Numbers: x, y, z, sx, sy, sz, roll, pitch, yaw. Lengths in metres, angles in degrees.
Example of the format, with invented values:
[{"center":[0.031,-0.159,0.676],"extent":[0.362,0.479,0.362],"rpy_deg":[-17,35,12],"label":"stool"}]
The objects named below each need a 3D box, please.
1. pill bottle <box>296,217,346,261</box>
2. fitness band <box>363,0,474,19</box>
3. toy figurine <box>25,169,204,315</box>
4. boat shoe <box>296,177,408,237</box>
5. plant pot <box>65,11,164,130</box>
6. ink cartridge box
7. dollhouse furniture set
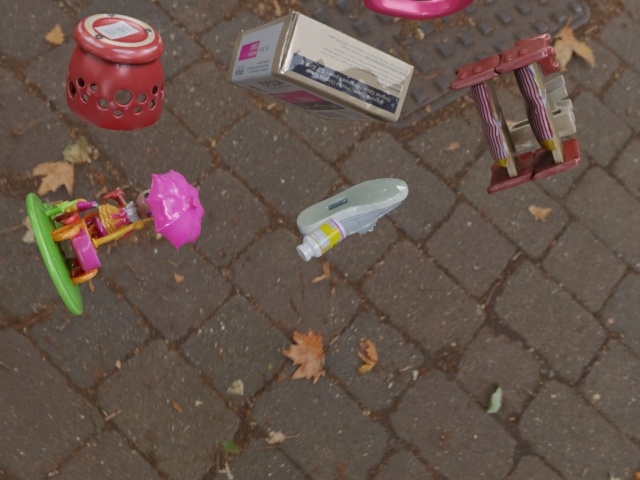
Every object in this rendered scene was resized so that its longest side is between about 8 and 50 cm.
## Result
[{"center":[0.000,0.000,1.134],"extent":[0.083,0.043,0.043],"rpy_deg":[-36,78,-17],"label":"pill bottle"},{"center":[0.235,-0.593,1.576],"extent":[0.290,0.209,0.054],"rpy_deg":[-2,85,-34],"label":"fitness band"},{"center":[-0.203,-0.019,0.699],"extent":[0.159,0.173,0.130],"rpy_deg":[-21,112,-14],"label":"toy figurine"},{"center":[0.068,-0.052,1.309],"extent":[0.227,0.081,0.079],"rpy_deg":[-20,41,6],"label":"boat shoe"},{"center":[-0.401,-0.337,1.318],"extent":[0.191,0.174,0.191],"rpy_deg":[13,40,-11],"label":"plant pot"},{"center":[-0.010,-0.243,0.973],"extent":[0.193,0.234,0.088],"rpy_deg":[15,93,-26],"label":"ink cartridge box"},{"center":[0.355,-0.255,1.189],"extent":[0.201,0.152,0.374],"rpy_deg":[65,26,-17],"label":"dollhouse furniture set"}]
